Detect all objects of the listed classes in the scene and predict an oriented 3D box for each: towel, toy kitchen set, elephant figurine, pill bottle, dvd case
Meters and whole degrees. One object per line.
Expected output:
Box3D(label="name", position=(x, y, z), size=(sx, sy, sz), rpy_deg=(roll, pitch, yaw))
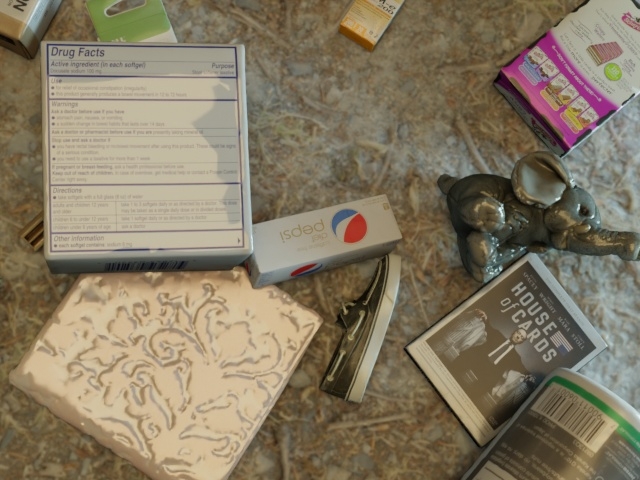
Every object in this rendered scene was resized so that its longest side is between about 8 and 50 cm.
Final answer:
Box3D(label="towel", position=(-0.212, 0.155, 1.527), size=(0.331, 0.053, 0.317), rpy_deg=(33, 79, 2))
Box3D(label="toy kitchen set", position=(-0.366, -0.001, 1.540), size=(0.075, 0.083, 0.068), rpy_deg=(-45, 127, -9))
Box3D(label="elephant figurine", position=(0.312, -0.036, 1.537), size=(0.239, 0.169, 0.186), rpy_deg=(-15, 91, -2))
Box3D(label="pill bottle", position=(0.279, 0.364, 1.444), size=(0.204, 0.204, 0.361), rpy_deg=(42, 81, 4))
Box3D(label="dvd case", position=(0.266, 0.154, 1.567), size=(0.238, 0.029, 0.179), rpy_deg=(-37, 85, -8))

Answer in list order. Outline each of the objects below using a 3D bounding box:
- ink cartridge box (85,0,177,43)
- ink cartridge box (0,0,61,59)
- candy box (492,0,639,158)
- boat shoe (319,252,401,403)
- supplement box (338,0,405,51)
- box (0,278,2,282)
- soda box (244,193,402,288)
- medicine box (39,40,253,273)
Box3D(label="ink cartridge box", position=(-0.256, -0.258, 1.588), size=(0.108, 0.062, 0.209), rpy_deg=(-20, 83, -8))
Box3D(label="ink cartridge box", position=(-0.463, -0.414, 1.591), size=(0.193, 0.088, 0.235), rpy_deg=(24, 79, 2))
Box3D(label="candy box", position=(0.397, -0.255, 1.622), size=(0.233, 0.071, 0.159), rpy_deg=(-38, 84, -8))
Box3D(label="boat shoe", position=(0.057, 0.116, 1.537), size=(0.070, 0.078, 0.219), rpy_deg=(19, 82, -1))
Box3D(label="supplement box", position=(0.079, -0.342, 1.636), size=(0.062, 0.036, 0.098), rpy_deg=(32, 80, 2))
Box3D(label="box", position=(-0.614, 0.084, 1.384), size=(0.289, 0.279, 0.177), rpy_deg=(26, 99, 1))
Box3D(label="soda box", position=(0.000, 0.000, 1.533), size=(0.216, 0.069, 0.074), rpy_deg=(-14, 73, -18))
Box3D(label="medicine box", position=(-0.234, -0.109, 1.450), size=(0.263, 0.149, 0.290), rpy_deg=(-1, 82, -13))
